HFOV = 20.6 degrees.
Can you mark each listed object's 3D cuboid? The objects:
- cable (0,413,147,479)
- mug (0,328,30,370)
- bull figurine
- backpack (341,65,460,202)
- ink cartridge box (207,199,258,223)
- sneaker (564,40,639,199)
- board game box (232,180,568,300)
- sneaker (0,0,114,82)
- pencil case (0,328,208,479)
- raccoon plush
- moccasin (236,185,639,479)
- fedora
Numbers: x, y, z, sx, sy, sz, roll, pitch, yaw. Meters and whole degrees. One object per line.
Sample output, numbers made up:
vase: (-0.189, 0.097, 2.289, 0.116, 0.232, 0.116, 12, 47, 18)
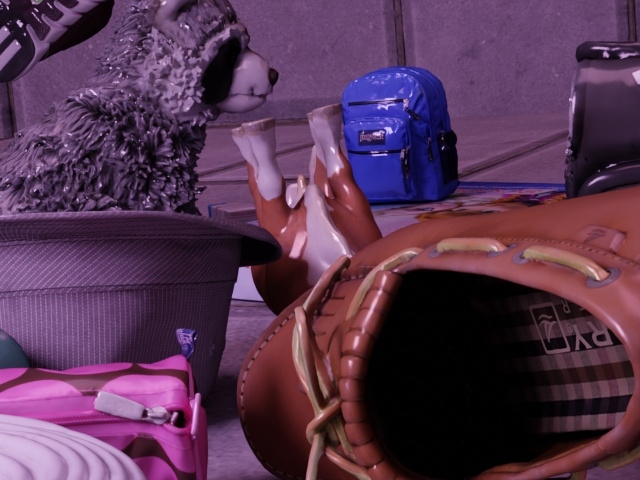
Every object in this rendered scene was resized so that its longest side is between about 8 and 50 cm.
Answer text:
cable: (-0.181, 0.137, 0.696, 0.257, 0.089, 0.257, 0, 9, 29)
mug: (-0.236, 0.096, 0.981, 0.158, 0.097, 0.129, -11, 10, -37)
bull figurine: (0.000, 0.000, 1.274, 0.101, 0.188, 0.310, -13, 4, -9)
backpack: (0.069, -0.095, 1.581, 0.098, 0.120, 0.101, -2, 8, 21)
ink cartridge box: (-0.091, -0.026, 1.974, 0.048, 0.028, 0.083, -8, 8, -18)
sneaker: (0.249, -0.052, 0.770, 0.258, 0.169, 0.447, 6, -26, -5)
board game box: (0.129, 0.001, 1.531, 0.319, 0.065, 0.318, 3, 11, 44)
sneaker: (-0.227, -0.276, 1.762, 0.281, 0.106, 0.162, -36, 0, 28)
pencil case: (-0.161, 0.100, 0.884, 0.209, 0.095, 0.098, -5, -6, -10)
raccoon plush: (-0.264, -0.119, 1.717, 0.446, 0.299, 0.216, -4, 9, -20)
moccasin: (0.057, 0.066, 0.804, 0.147, 0.139, 0.380, -21, 6, -31)
fedora: (-0.145, 0.052, 1.127, 0.244, 0.124, 0.275, -2, -3, 1)
